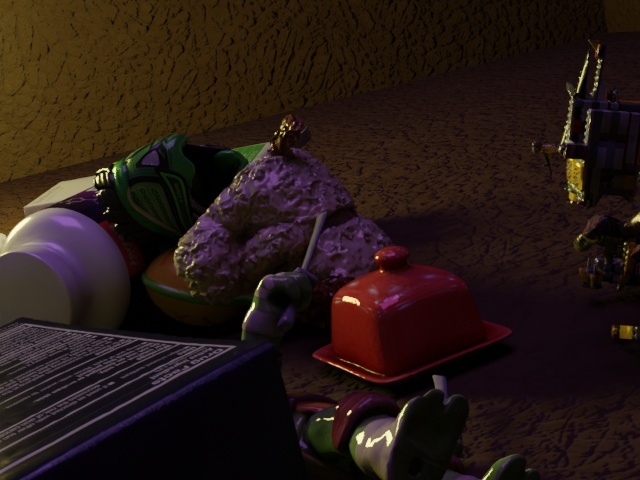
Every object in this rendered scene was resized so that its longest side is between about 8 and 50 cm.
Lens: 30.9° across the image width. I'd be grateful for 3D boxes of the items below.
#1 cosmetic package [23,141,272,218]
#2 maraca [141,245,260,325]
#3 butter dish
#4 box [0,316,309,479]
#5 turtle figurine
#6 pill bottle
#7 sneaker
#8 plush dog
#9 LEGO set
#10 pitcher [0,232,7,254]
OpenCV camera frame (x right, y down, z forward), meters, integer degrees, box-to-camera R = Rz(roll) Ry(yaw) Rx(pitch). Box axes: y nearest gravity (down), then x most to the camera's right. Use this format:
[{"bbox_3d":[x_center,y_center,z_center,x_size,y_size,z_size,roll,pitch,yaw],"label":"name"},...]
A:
[{"bbox_3d":[-0.238,-0.033,1.777,0.366,0.155,0.197,-9,14,6],"label":"cosmetic package"},{"bbox_3d":[-0.127,0.057,1.425,0.186,0.099,0.127,9,16,-8],"label":"maraca"},{"bbox_3d":[0.080,0.063,1.148,0.160,0.118,0.160,-19,15,-24],"label":"butter dish"},{"bbox_3d":[-0.206,0.188,0.731,0.294,0.182,0.296,0,19,45],"label":"box"},{"bbox_3d":[0.043,0.103,0.844,0.275,0.197,0.266,-24,21,-29],"label":"turtle figurine"},{"bbox_3d":[-0.288,0.026,1.505,0.181,0.181,0.323,-7,14,23],"label":"pill bottle"},{"bbox_3d":[-0.121,-0.038,1.495,0.146,0.134,0.343,-27,-26,27],"label":"sneaker"},{"bbox_3d":[0.000,0.000,1.326,0.225,0.210,0.262,40,28,13],"label":"plush dog"},{"bbox_3d":[0.281,-0.033,1.078,0.192,0.255,0.331,5,21,1],"label":"LEGO set"},{"bbox_3d":[-0.626,0.056,1.873,0.207,0.125,0.178,-11,-13,-47],"label":"pitcher"}]
